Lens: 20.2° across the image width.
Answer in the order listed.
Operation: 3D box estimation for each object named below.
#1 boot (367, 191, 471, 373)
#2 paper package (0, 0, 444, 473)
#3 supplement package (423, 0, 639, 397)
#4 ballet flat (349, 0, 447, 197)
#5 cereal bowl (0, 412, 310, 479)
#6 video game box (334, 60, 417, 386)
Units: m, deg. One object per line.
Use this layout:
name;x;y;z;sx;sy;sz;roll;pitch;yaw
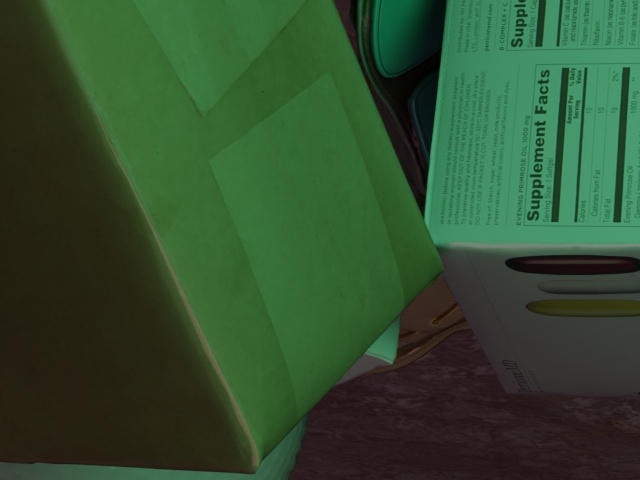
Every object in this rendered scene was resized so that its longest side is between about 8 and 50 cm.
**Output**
boot;0.028;0.021;1.372;0.203;0.095;0.262;24;152;-38
paper package;-0.144;-0.067;0.866;0.309;0.168;0.325;-3;120;41
supplement package;0.160;-0.042;1.015;0.145;0.204;0.262;1;159;17
ballet flat;0.046;-0.109;1.025;0.068;0.072;0.213;40;158;40
cereal bowl;-0.160;0.064;1.301;0.339;0.339;0.141;11;123;-11
video game box;0.000;0.000;1.174;0.048;0.205;0.187;19;156;-24
